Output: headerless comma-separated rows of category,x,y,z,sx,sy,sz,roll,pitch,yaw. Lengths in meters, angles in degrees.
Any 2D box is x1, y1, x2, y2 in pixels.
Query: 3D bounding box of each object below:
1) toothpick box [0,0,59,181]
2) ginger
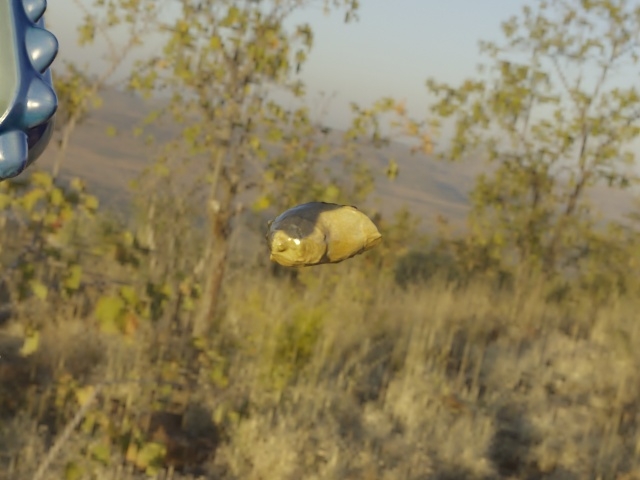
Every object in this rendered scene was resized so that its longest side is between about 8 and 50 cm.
toothpick box,-0.405,-0.212,1.311,0.263,0.355,0.263,-10,-19,-4
ginger,0.004,-0.001,1.966,0.193,0.115,0.122,-5,15,4
